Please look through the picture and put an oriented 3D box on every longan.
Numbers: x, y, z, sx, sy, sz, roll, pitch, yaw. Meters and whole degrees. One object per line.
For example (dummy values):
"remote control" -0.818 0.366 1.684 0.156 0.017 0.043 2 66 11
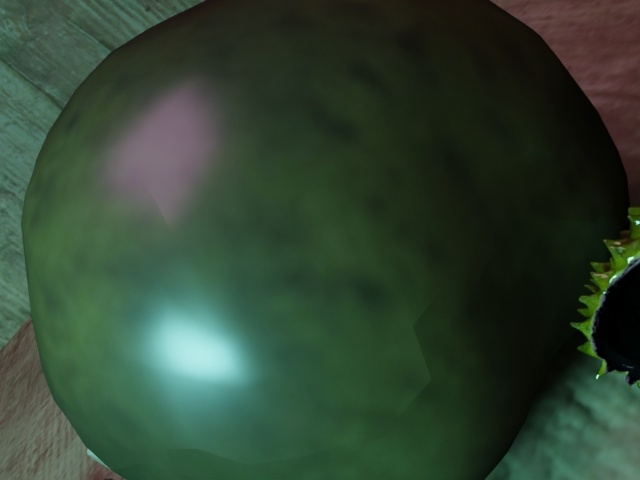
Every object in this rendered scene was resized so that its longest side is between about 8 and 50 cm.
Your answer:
"longan" 0.000 0.000 0.548 0.336 0.404 0.404 84 -150 -57

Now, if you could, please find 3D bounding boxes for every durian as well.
"durian" 0.214 -0.010 0.445 0.186 0.119 0.108 -37 28 30

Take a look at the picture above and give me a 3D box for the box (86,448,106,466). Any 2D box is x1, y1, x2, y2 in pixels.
"box" -0.125 0.121 0.956 0.353 0.069 0.214 -37 24 32

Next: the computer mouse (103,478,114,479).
"computer mouse" -0.352 0.405 0.877 0.379 0.090 0.167 -43 22 0
